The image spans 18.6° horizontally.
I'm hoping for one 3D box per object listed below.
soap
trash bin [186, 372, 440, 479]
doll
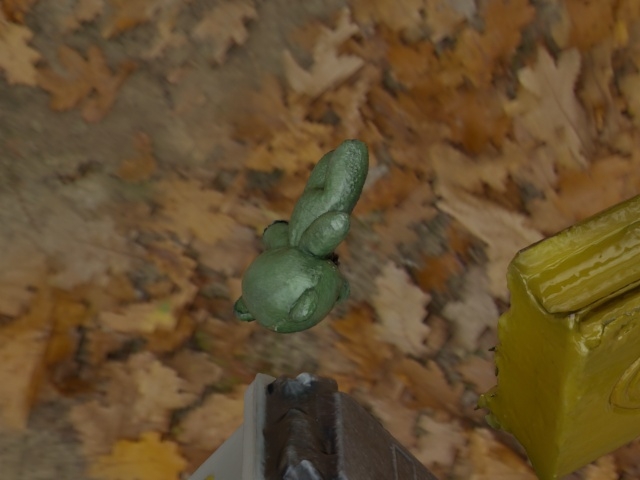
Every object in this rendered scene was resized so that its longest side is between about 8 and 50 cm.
[{"bbox_3d":[0.285,0.046,1.530,0.324,0.204,0.096,-24,53,-22],"label":"soap"},{"bbox_3d":[-0.047,0.330,1.602,0.368,0.256,0.296,-41,110,15],"label":"trash bin"},{"bbox_3d":[0.000,0.000,1.395,0.077,0.115,0.150,29,75,-24],"label":"doll"}]
